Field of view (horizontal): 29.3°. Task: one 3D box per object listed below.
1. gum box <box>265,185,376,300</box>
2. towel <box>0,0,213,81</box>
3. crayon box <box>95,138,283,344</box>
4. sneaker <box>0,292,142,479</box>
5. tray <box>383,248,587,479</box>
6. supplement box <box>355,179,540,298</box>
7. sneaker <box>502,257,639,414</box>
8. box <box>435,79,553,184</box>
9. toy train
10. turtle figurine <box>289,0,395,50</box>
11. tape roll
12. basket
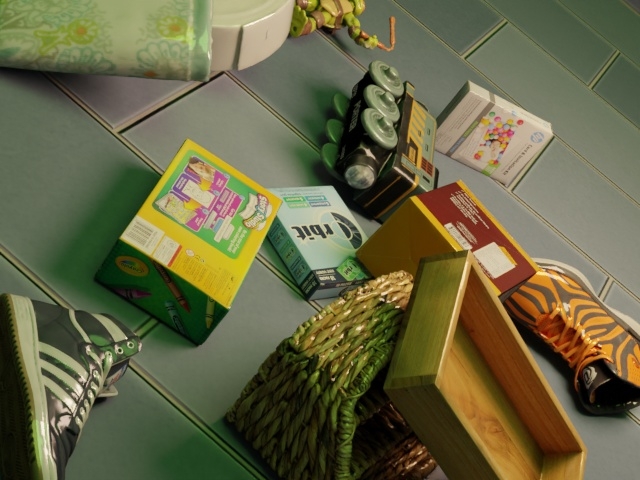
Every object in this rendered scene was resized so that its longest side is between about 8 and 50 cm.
[{"bbox_3d":[0.000,0.000,1.826,0.157,0.041,0.184,-5,52,-46],"label":"gum box"},{"bbox_3d":[-0.318,-0.385,1.832,0.321,0.090,0.374,1,51,-6],"label":"towel"},{"bbox_3d":[-0.169,-0.005,1.643,0.165,0.081,0.278,34,34,-7],"label":"crayon box"},{"bbox_3d":[-0.267,0.175,1.329,0.153,0.099,0.282,11,39,-31],"label":"sneaker"},{"bbox_3d":[0.216,0.226,1.517,0.411,0.076,0.202,56,38,-35],"label":"tray"},{"bbox_3d":[0.192,0.031,1.827,0.191,0.129,0.194,50,28,12],"label":"supplement box"},{"bbox_3d":[0.407,0.156,1.939,0.321,0.124,0.180,29,34,-13],"label":"sneaker"},{"bbox_3d":[0.306,-0.195,2.239,0.186,0.145,0.038,24,39,-20],"label":"box"},{"bbox_3d":[0.111,-0.164,2.048,0.190,0.142,0.334,40,30,-19],"label":"toy train"},{"bbox_3d":[0.006,-0.447,2.312,0.217,0.087,0.269,-14,67,-40],"label":"turtle figurine"},{"bbox_3d":[-0.180,-0.407,1.993,0.286,0.100,0.286,6,51,-7],"label":"tape roll"},{"bbox_3d":[0.076,0.190,1.521,0.223,0.213,0.299,47,35,14],"label":"basket"}]
